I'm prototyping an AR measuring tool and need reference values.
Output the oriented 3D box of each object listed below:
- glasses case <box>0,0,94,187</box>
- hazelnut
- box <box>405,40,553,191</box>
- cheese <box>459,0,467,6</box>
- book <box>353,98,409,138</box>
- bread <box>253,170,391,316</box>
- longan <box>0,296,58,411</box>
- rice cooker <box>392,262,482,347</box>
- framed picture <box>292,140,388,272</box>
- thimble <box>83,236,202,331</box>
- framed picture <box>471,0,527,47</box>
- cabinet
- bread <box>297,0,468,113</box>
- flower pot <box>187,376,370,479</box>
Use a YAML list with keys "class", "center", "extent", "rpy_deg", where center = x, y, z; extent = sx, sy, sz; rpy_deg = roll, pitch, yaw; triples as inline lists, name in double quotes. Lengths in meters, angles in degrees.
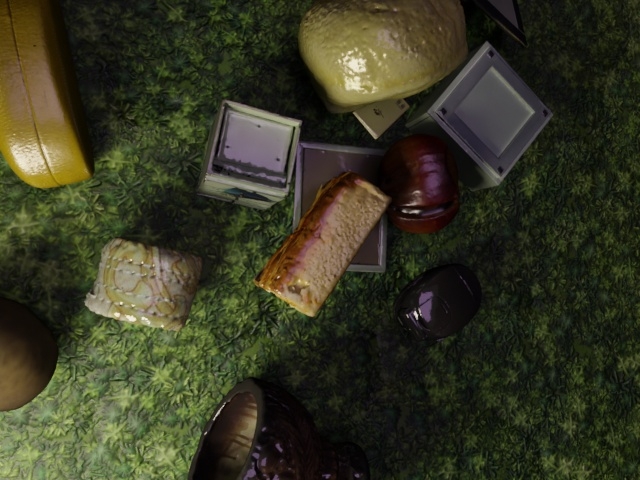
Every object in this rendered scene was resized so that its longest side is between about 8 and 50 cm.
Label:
- class: "glasses case"
  center: [-0.504, -0.277, 0.989]
  extent: [0.141, 0.173, 0.370]
  rpy_deg: [-12, 91, -13]
- class: "hazelnut"
  center: [0.202, -0.119, 1.187]
  extent: [0.178, 0.178, 0.203]
  rpy_deg: [-22, 125, -16]
- class: "box"
  center: [0.355, -0.270, 1.265]
  extent: [0.225, 0.117, 0.225]
  rpy_deg: [42, 77, -10]
- class: "cheese"
  center: [0.242, -0.624, 1.241]
  extent: [0.217, 0.129, 0.329]
  rpy_deg: [7, 69, -47]
- class: "book"
  center: [0.134, -0.286, 1.256]
  extent: [0.111, 0.014, 0.077]
  rpy_deg: [-44, 97, -14]
- class: "bread"
  center: [0.000, 0.000, 1.099]
  extent: [0.114, 0.185, 0.274]
  rpy_deg: [39, 79, -15]
- class: "longan"
  center: [-0.551, 0.191, 0.946]
  extent: [0.213, 0.198, 0.198]
  rpy_deg: [27, 80, -14]
- class: "rice cooker"
  center: [0.243, 0.133, 1.211]
  extent: [0.203, 0.118, 0.142]
  rpy_deg: [-31, 96, -16]
- class: "framed picture"
  center: [0.044, -0.069, 1.217]
  extent: [0.217, 0.017, 0.274]
  rpy_deg: [5, 86, -15]
- class: "thimble"
  center: [-0.321, 0.077, 1.045]
  extent: [0.191, 0.137, 0.143]
  rpy_deg: [13, 85, 0]
- class: "framed picture"
  center: [0.332, -0.585, 1.210]
  extent: [0.347, 0.016, 0.264]
  rpy_deg: [14, 63, -43]
- class: "cabinet"
  center: [-0.139, -0.150, 1.070]
  extent: [0.145, 0.206, 0.150]
  rpy_deg: [13, 83, -15]
- class: "bread"
  center: [0.115, -0.390, 1.110]
  extent: [0.321, 0.320, 0.237]
  rpy_deg: [-33, 111, -15]
- class: "flower pot"
  center: [-0.068, 0.422, 1.049]
  extent: [0.267, 0.267, 0.266]
  rpy_deg: [32, 79, -23]
